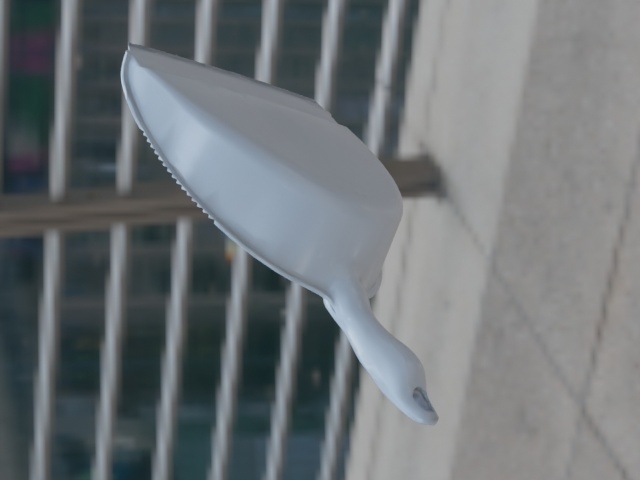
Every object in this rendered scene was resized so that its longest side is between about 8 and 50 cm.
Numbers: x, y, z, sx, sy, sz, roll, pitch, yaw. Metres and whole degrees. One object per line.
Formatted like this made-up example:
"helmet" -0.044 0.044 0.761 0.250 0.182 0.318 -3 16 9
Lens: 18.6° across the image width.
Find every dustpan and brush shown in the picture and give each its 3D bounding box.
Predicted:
"dustpan and brush" 0.000 0.000 0.886 0.211 0.147 0.060 44 110 38
